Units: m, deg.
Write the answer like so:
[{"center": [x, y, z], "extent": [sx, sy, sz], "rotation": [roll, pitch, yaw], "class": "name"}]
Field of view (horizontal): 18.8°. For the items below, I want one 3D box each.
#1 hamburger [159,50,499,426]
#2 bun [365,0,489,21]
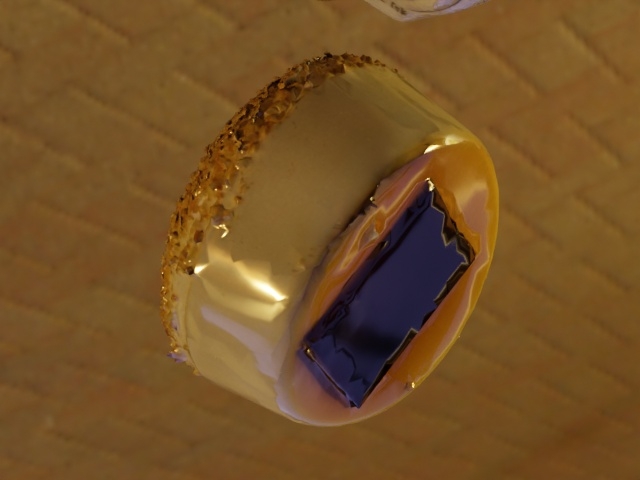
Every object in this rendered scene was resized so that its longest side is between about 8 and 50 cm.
[{"center": [0.000, 0.000, 1.445], "extent": [0.276, 0.179, 0.294], "rotation": [-54, 149, -9], "class": "hamburger"}, {"center": [0.103, -0.333, 2.182], "extent": [0.263, 0.263, 0.175], "rotation": [-2, 130, -44], "class": "bun"}]
